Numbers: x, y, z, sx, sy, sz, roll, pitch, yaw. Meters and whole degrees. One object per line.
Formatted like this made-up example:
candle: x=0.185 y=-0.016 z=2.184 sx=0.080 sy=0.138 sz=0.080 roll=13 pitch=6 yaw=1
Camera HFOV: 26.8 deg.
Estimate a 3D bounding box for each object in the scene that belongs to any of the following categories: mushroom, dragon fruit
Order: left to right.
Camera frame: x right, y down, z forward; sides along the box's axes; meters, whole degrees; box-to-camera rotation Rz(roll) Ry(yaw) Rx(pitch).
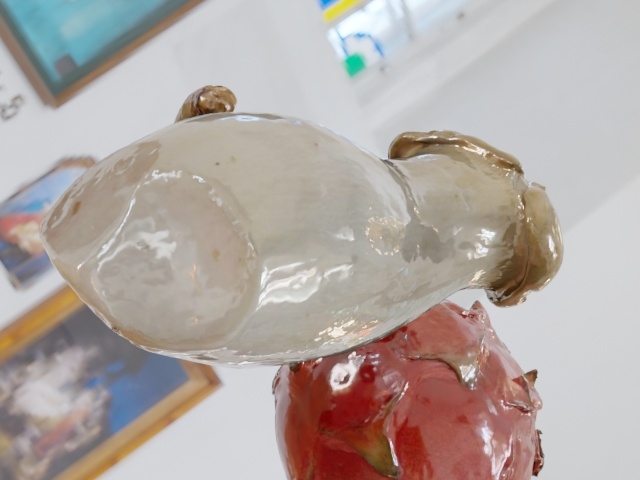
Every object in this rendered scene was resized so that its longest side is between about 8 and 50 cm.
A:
mushroom: x=-0.086 y=-0.041 z=0.836 sx=0.129 sy=0.088 sz=0.073 roll=-51 pitch=-140 yaw=48
mushroom: x=0.000 y=-0.002 z=0.482 sx=0.097 sy=0.212 sz=0.088 roll=-11 pitch=-96 yaw=50
dragon fruit: x=0.070 y=0.151 z=1.136 sx=0.241 sy=0.241 sz=0.252 roll=33 pitch=-54 yaw=54
